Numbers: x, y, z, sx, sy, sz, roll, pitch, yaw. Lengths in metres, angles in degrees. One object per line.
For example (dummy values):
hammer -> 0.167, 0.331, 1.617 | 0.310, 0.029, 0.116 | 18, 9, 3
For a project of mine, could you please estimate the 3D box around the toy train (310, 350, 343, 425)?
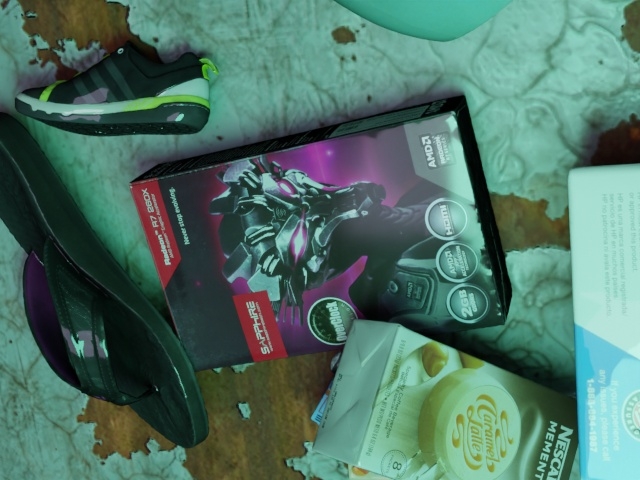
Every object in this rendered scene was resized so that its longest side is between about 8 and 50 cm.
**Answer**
toy train -> 0.084, 0.194, 1.141 | 0.184, 0.080, 0.105 | 29, 122, 3

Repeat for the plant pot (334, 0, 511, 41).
plant pot -> 0.088, -0.315, 0.870 | 0.235, 0.293, 0.293 | 42, 114, -15

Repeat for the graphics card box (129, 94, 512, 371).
graphics card box -> 0.000, 0.000, 1.091 | 0.371, 0.094, 0.233 | -10, 105, 18

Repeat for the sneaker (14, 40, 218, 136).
sneaker -> -0.221, -0.169, 1.122 | 0.235, 0.084, 0.097 | 3, 84, 14

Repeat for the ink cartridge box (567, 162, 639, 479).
ink cartridge box -> 0.432, 0.071, 0.913 | 0.395, 0.166, 0.285 | -2, 88, 17

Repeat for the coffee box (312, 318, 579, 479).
coffee box -> 0.134, 0.186, 1.023 | 0.246, 0.098, 0.141 | 23, 78, -25

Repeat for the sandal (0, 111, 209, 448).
sandal -> -0.291, 0.067, 1.159 | 0.446, 0.107, 0.167 | 54, 145, 0

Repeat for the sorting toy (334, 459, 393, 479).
sorting toy -> 0.046, 0.261, 1.205 | 0.083, 0.012, 0.062 | -2, 107, 16
